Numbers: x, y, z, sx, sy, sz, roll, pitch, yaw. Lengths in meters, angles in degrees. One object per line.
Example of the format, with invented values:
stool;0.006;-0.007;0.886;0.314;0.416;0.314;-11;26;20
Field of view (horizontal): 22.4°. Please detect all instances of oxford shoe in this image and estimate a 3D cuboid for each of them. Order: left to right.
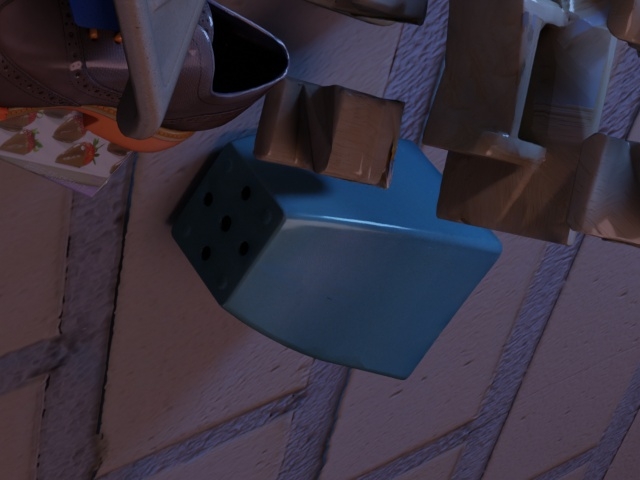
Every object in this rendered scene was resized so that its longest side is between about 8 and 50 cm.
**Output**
oxford shoe;-0.149;-0.147;1.051;0.132;0.130;0.363;-15;170;26

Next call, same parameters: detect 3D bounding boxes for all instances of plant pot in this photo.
plant pot;0.000;0.000;1.427;0.234;0.166;0.165;12;121;-45

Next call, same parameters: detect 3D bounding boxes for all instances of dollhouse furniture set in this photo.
dollhouse furniture set;0.199;-0.195;1.222;0.256;0.362;0.394;9;93;-51

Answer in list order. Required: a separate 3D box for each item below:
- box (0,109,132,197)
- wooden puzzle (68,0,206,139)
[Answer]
box;-0.245;-0.110;1.090;0.063;0.067;0.324;-47;150;10
wooden puzzle;-0.091;-0.281;0.904;0.348;0.080;0.322;92;11;-54
